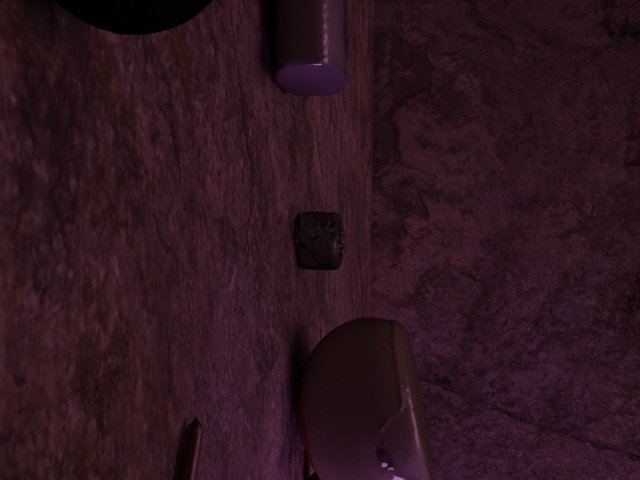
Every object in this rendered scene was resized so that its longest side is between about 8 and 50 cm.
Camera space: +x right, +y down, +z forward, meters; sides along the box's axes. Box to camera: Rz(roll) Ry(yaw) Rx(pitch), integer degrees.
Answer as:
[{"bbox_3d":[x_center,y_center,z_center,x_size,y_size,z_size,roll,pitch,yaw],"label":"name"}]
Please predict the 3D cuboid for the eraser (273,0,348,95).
[{"bbox_3d":[-0.013,-0.327,0.912,0.174,0.095,0.270,8,83,-85],"label":"eraser"}]

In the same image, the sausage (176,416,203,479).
[{"bbox_3d":[-0.098,0.178,0.542,0.015,0.015,0.100,77,15,-58],"label":"sausage"}]

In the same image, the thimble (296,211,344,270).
[{"bbox_3d":[0.000,0.000,1.088,0.110,0.062,0.084,53,39,-77],"label":"thimble"}]

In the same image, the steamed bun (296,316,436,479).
[{"bbox_3d":[0.059,0.254,1.061,0.283,0.177,0.283,-12,90,-81],"label":"steamed bun"}]

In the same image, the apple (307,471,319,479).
[{"bbox_3d":[0.012,0.386,1.133,0.084,0.071,0.084,6,90,-88],"label":"apple"}]

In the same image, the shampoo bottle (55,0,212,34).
[{"bbox_3d":[-0.073,-0.206,0.436,0.284,0.101,0.101,-78,165,-59],"label":"shampoo bottle"}]
